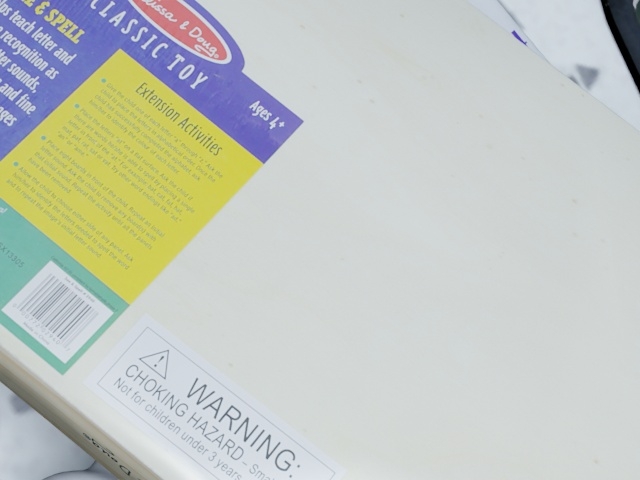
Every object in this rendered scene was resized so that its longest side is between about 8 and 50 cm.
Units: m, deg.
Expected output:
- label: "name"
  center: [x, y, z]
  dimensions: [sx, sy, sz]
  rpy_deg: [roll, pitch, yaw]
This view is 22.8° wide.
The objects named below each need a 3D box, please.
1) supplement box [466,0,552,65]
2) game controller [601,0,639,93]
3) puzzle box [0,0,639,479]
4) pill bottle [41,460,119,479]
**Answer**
- label: "supplement box"
  center: [0.044, -0.074, 0.853]
  dimensions: [0.111, 0.114, 0.220]
  rpy_deg: [-40, 91, -24]
- label: "game controller"
  center: [0.293, -0.062, 0.959]
  dimensions: [0.166, 0.067, 0.319]
  rpy_deg: [-22, 81, -5]
- label: "puzzle box"
  center: [0.000, 0.000, 0.702]
  dimensions: [0.409, 0.052, 0.272]
  rpy_deg: [39, 65, 7]
- label: "pill bottle"
  center: [-0.099, 0.198, 0.709]
  dimensions: [0.153, 0.153, 0.265]
  rpy_deg: [33, 68, -6]
